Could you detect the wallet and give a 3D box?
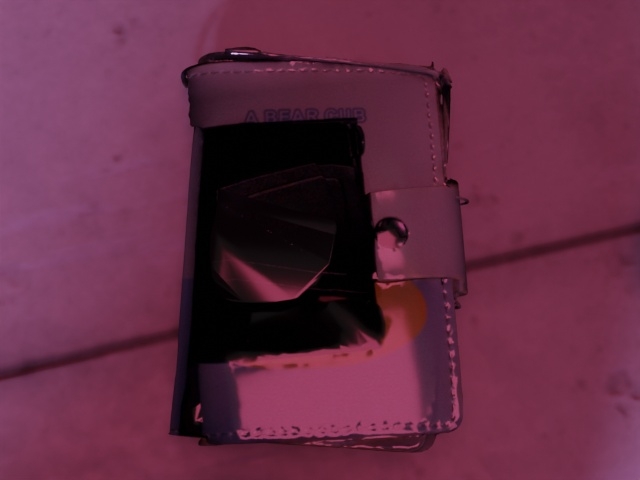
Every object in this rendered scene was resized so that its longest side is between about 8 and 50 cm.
[{"bbox_3d":[0.000,0.000,0.531,0.170,0.069,0.231,1,77,1],"label":"wallet"}]
